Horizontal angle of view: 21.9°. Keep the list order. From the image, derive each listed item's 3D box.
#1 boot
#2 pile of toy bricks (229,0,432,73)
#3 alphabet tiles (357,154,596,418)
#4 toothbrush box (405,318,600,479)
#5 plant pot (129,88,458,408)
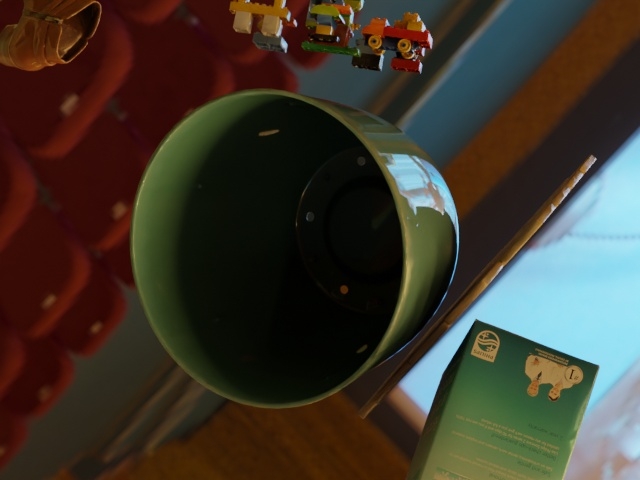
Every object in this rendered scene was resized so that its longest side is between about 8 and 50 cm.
[{"bbox_3d":[-0.318,-0.297,2.049,0.073,0.152,0.197,27,77,-38],"label":"boot"},{"bbox_3d":[0.022,-0.249,1.746,0.118,0.212,0.105,40,61,-76],"label":"pile of toy bricks"},{"bbox_3d":[0.160,0.043,1.671,0.285,0.011,0.342,-51,175,28],"label":"alphabet tiles"},{"bbox_3d":[0.135,0.250,1.510,0.216,0.126,0.295,102,7,-72],"label":"toothbrush box"},{"bbox_3d":[0.000,0.000,1.609,0.293,0.293,0.235,-50,162,22],"label":"plant pot"}]
